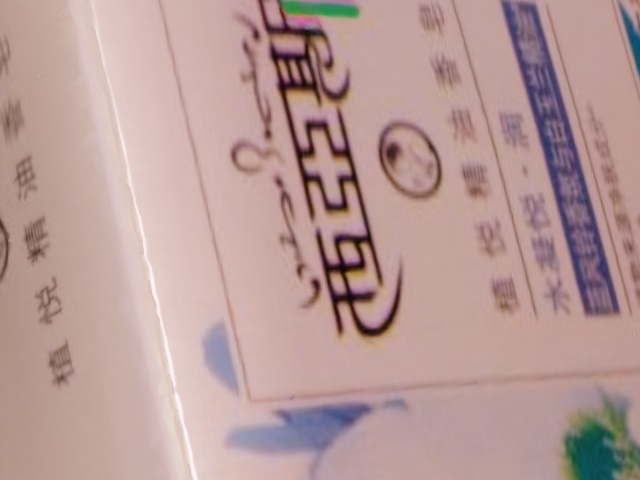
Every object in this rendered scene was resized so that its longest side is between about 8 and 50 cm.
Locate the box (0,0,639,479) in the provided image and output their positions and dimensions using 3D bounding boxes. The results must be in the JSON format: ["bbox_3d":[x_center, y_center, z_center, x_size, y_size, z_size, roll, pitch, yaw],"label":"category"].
[{"bbox_3d":[0.002,0.000,0.476,0.203,0.116,0.274,0,70,-42],"label":"box"}]
